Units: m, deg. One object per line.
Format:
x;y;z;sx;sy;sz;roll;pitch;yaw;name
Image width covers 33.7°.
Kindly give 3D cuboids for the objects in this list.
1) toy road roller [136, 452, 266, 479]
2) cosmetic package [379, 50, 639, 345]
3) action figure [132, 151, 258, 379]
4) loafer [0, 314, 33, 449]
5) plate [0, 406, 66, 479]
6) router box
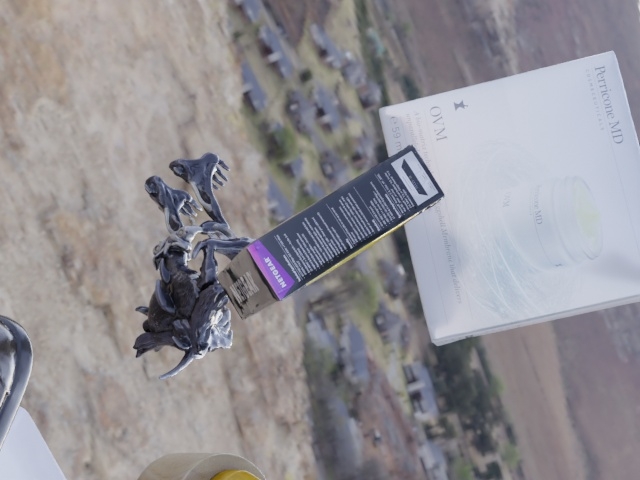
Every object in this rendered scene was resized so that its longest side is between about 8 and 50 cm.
-0.091;0.408;1.152;0.329;0.202;0.240;45;61;-16;toy road roller
0.191;-0.033;1.005;0.138;0.224;0.224;43;34;-80;cosmetic package
-0.125;0.037;1.156;0.141;0.164;0.276;24;42;-35;action figure
-0.241;0.142;0.621;0.078;0.080;0.220;49;50;-67;loafer
-0.452;0.260;1.302;0.277;0.045;0.278;25;9;-39;plate
0.000;0.000;0.759;0.046;0.133;0.179;58;-14;1;router box
